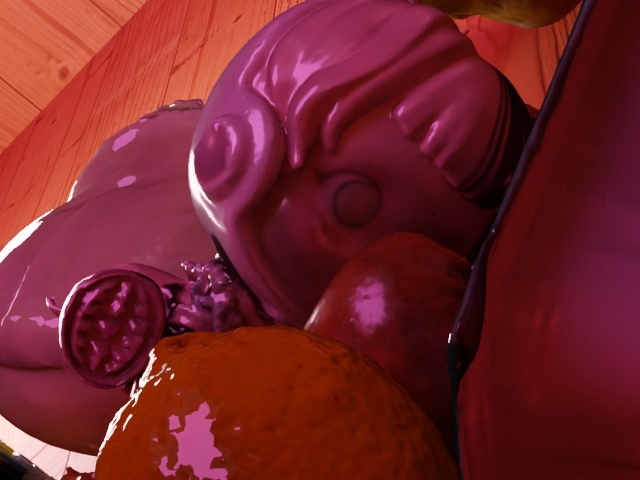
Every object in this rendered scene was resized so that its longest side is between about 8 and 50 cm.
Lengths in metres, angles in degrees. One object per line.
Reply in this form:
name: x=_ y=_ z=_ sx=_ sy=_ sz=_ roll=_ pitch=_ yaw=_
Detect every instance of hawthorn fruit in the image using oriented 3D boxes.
hawthorn fruit: x=0.053 y=0.089 z=0.976 sx=0.149 sy=0.149 sz=0.189 roll=-87 pitch=18 yaw=-60

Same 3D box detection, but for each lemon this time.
lemon: x=-0.019 y=0.161 z=0.840 sx=0.204 sy=0.260 sz=0.204 roll=-27 pitch=-12 yaw=-6

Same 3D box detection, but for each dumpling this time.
dumpling: x=-0.153 y=0.027 z=1.349 sx=0.395 sy=0.233 sz=0.316 roll=-6 pitch=73 yaw=49

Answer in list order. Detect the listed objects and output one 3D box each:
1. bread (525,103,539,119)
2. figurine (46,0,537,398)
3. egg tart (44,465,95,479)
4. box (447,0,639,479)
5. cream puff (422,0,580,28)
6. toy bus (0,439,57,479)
bread: x=0.116 y=-0.055 z=1.227 sx=0.157 sy=0.044 sz=0.052 roll=-34 pitch=31 yaw=41
figurine: x=-0.021 y=-0.017 z=1.097 sx=0.361 sy=0.253 sz=0.211 roll=-45 pitch=56 yaw=5
egg tart: x=-0.251 y=0.334 z=1.194 sx=0.341 sy=0.129 sz=0.341 roll=-42 pitch=20 yaw=19
box: x=0.166 y=0.012 z=0.783 sx=0.106 sy=0.264 sz=0.337 roll=10 pitch=52 yaw=20
cream puff: x=0.136 y=-0.327 z=1.305 sx=0.378 sy=0.378 sz=0.275 roll=-57 pitch=-11 yaw=-20
toy bus: x=-0.373 y=0.205 z=1.417 sx=0.152 sy=0.190 sz=0.312 roll=-52 pitch=-20 yaw=-9
